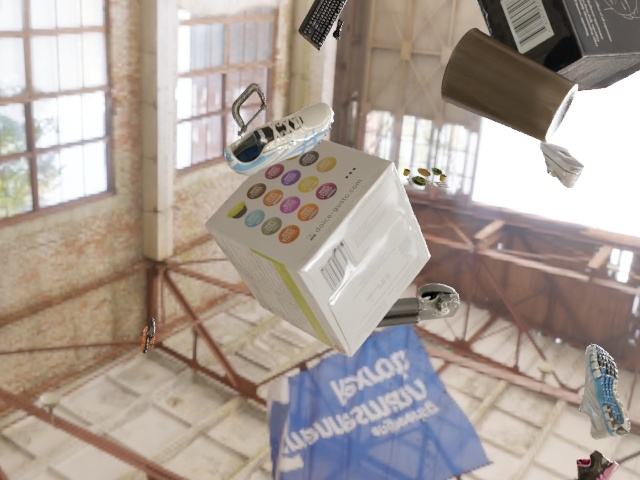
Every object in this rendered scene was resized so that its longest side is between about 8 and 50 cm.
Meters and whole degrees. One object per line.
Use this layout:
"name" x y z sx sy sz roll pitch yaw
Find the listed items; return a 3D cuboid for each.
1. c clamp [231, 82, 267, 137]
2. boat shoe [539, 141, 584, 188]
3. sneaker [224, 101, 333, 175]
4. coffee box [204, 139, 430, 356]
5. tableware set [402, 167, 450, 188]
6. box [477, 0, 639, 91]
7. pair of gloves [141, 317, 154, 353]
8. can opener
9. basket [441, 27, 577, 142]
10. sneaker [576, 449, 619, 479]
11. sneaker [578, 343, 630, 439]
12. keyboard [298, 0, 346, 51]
"c clamp" -0.201 -0.363 2.286 0.022 0.137 0.161 9 -124 41
"boat shoe" 0.727 -0.236 2.464 0.095 0.084 0.258 12 -156 -6
"sneaker" -0.081 -0.206 1.597 0.237 0.085 0.086 -29 161 3
"coffee box" 0.000 0.000 1.904 0.334 0.338 0.337 24 -115 40
"tableware set" 0.325 -0.202 2.475 0.154 0.024 0.104 1 -141 -26
"box" 0.592 -0.517 1.863 0.395 0.294 0.212 -12 171 -37
"pair of gloves" -0.429 0.237 1.989 0.010 0.083 0.074 14 -127 -28
"can opener" 0.222 0.167 2.054 0.283 0.076 0.095 -4 -147 -15
"basket" 0.378 -0.301 1.593 0.227 0.154 0.204 31 179 20
"sneaker" 0.456 0.399 1.366 0.057 0.119 0.047 42 -137 19
"sneaker" 0.527 0.292 1.539 0.071 0.083 0.191 21 -129 -26
"keyboard" 0.020 -0.571 2.059 0.108 0.180 0.023 37 158 -27
